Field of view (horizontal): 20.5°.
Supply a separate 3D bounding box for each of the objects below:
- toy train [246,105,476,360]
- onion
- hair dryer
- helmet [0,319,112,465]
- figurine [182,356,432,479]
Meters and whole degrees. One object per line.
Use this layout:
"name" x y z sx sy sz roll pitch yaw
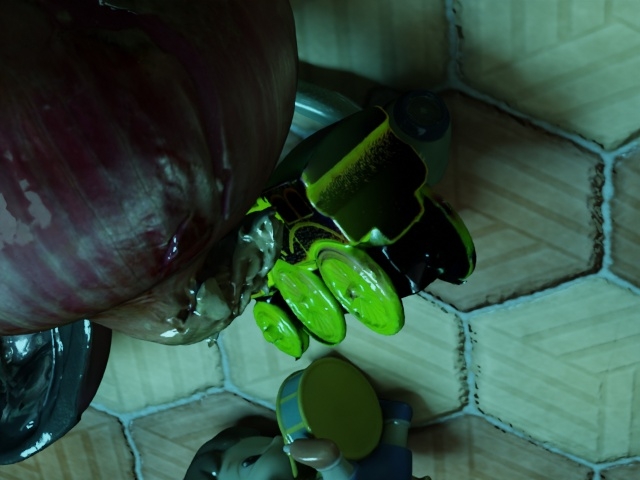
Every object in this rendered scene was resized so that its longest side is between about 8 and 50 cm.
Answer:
"toy train" 0.000 0.000 1.330 0.160 0.100 0.296 52 155 -7
"onion" -0.181 -0.098 1.153 0.353 0.354 0.354 9 138 9
"hair dryer" 0.002 -0.075 1.358 0.199 0.067 0.167 20 145 13
"helmet" -0.264 0.074 1.528 0.198 0.154 0.253 39 118 4
"figurine" -0.039 0.221 1.618 0.275 0.161 0.158 -33 78 38
